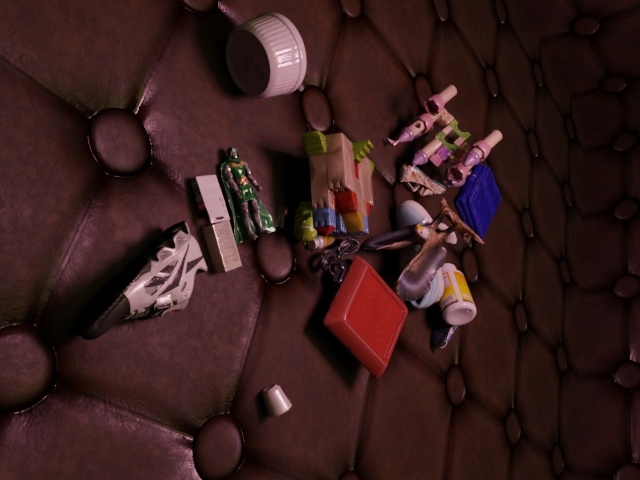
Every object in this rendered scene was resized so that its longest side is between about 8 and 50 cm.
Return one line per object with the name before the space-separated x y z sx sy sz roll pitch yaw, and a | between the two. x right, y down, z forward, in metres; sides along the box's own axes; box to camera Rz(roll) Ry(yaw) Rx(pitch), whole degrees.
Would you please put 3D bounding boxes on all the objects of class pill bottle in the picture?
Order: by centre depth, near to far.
pill bottle | 0.000 0.000 1.728 0.083 0.043 0.044 -23 99 -50
pill bottle | 0.461 0.183 2.144 0.117 0.117 0.215 42 26 -36

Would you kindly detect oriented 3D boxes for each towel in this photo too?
towel | 0.666 -0.162 2.544 0.228 0.076 0.308 60 43 -21

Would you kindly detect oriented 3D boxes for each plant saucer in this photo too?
plant saucer | 0.146 0.212 1.733 0.259 0.047 0.259 49 49 -24

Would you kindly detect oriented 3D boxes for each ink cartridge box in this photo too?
ink cartridge box | -0.259 -0.094 1.437 0.062 0.029 0.115 -14 85 -50

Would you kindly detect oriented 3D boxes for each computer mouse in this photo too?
computer mouse | 0.085 0.132 1.782 0.188 0.072 0.272 -34 102 -46

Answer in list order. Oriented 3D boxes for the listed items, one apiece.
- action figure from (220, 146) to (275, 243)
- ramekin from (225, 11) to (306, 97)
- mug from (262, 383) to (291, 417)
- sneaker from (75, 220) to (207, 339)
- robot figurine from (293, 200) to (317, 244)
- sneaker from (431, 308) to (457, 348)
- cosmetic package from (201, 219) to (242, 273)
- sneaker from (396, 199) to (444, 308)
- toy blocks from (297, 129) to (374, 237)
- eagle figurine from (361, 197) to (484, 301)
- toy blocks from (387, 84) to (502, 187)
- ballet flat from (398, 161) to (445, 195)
action figure | -0.190 -0.119 1.518 0.137 0.063 0.232 -23 96 -47
ramekin | -0.145 -0.458 1.541 0.109 0.207 0.207 -32 106 -40
mug | -0.114 0.387 1.501 0.062 0.078 0.064 -27 94 -17
sneaker | -0.336 0.107 1.235 0.146 0.122 0.330 59 44 -20
robot figurine | -0.039 -0.048 1.673 0.101 0.066 0.115 69 25 -66
sneaker | 0.456 0.303 2.179 0.081 0.080 0.211 52 47 -26
cosmetic package | -0.232 0.015 1.446 0.060 0.041 0.115 -19 97 -52
sneaker | 0.316 0.053 2.026 0.150 0.135 0.366 -27 101 -53
toy blocks | 0.065 -0.126 1.702 0.381 0.190 0.261 20 65 -69
eagle figurine | 0.305 0.013 1.890 0.225 0.298 0.226 46 6 -25
toy blocks | 0.407 -0.312 2.134 0.288 0.309 0.260 46 65 6
ballet flat | 0.355 -0.204 2.192 0.240 0.091 0.077 25 93 -40
